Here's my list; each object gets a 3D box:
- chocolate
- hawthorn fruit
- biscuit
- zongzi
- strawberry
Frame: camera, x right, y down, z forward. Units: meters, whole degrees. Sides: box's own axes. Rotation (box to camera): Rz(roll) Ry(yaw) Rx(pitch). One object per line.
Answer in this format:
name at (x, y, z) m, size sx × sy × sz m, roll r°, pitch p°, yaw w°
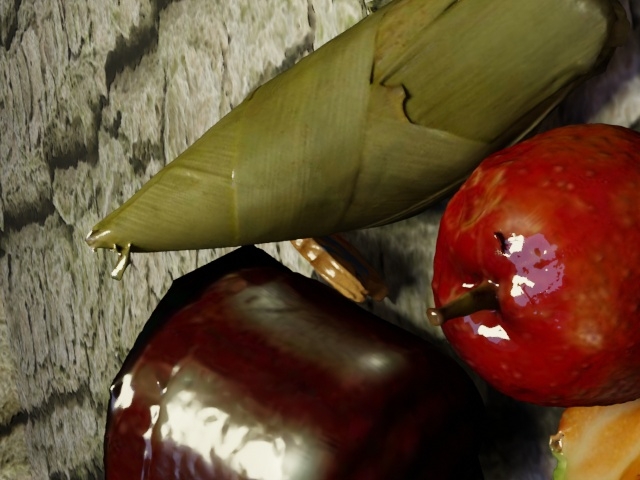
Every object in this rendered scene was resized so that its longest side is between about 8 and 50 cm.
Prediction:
chocolate at (0.009, 0.212, 0.685) m, size 0.332 × 0.384 × 0.383 m, roll 7°, pitch 101°, yaw 31°
hawthorn fruit at (0.179, 0.027, 0.499) m, size 0.210 × 0.266 × 0.230 m, roll 36°, pitch 122°, yaw 32°
biscuit at (0.000, 0.000, 0.778) m, size 0.043 × 0.183 × 0.280 m, roll -48°, pitch 25°, yaw 8°
zongzi at (0.064, -0.129, 0.516) m, size 0.447 × 0.418 × 0.181 m, roll -38°, pitch 78°, yaw 47°
strawberry at (0.272, 0.185, 0.549) m, size 0.192 × 0.085 × 0.140 m, roll -61°, pitch 14°, yaw -10°
